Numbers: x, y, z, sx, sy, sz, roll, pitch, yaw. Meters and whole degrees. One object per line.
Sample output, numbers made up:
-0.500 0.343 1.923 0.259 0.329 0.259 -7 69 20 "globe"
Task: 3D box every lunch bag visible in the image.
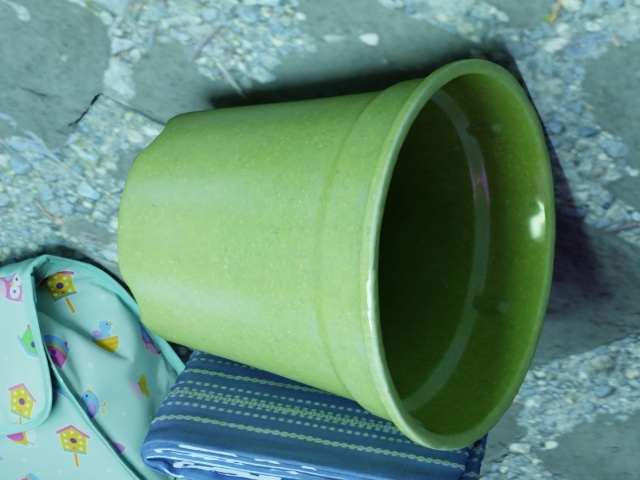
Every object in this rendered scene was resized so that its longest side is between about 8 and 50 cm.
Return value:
-0.254 0.135 1.783 0.223 0.160 0.262 -16 122 40 "lunch bag"

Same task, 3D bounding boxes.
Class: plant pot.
0.000 0.000 1.447 0.253 0.276 0.276 6 144 32 "plant pot"

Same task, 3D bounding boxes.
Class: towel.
0.018 0.113 1.521 0.243 0.336 0.040 9 114 9 "towel"
